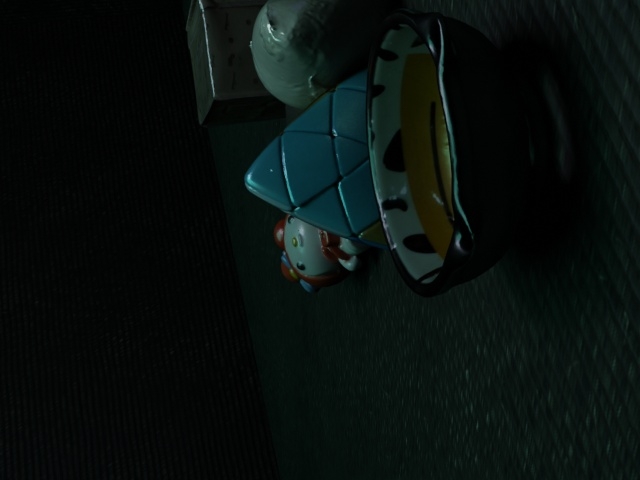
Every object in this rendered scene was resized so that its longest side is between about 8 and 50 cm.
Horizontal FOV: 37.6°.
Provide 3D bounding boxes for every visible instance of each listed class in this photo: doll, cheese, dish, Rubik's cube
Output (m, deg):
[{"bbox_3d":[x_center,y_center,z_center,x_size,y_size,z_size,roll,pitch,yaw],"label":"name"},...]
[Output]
[{"bbox_3d":[0.000,0.000,1.564,0.290,0.129,0.161,-23,81,63],"label":"doll"},{"bbox_3d":[-0.004,-0.264,1.253,0.154,0.198,0.189,40,149,25],"label":"cheese"},{"bbox_3d":[0.135,-0.088,0.900,0.303,0.120,0.303,172,90,-78],"label":"dish"},{"bbox_3d":[0.030,-0.066,1.189,0.254,0.254,0.255,172,90,-78],"label":"Rubik's cube"}]

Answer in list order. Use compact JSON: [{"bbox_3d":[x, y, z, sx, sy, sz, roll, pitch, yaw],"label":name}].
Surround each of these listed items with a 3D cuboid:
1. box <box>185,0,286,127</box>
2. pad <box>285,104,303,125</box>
[{"bbox_3d":[-0.104,-0.316,1.621,0.297,0.225,0.191,179,84,-79],"label":"box"},{"bbox_3d":[0.017,-0.217,1.404,0.211,0.003,0.143,23,125,42],"label":"pad"}]
